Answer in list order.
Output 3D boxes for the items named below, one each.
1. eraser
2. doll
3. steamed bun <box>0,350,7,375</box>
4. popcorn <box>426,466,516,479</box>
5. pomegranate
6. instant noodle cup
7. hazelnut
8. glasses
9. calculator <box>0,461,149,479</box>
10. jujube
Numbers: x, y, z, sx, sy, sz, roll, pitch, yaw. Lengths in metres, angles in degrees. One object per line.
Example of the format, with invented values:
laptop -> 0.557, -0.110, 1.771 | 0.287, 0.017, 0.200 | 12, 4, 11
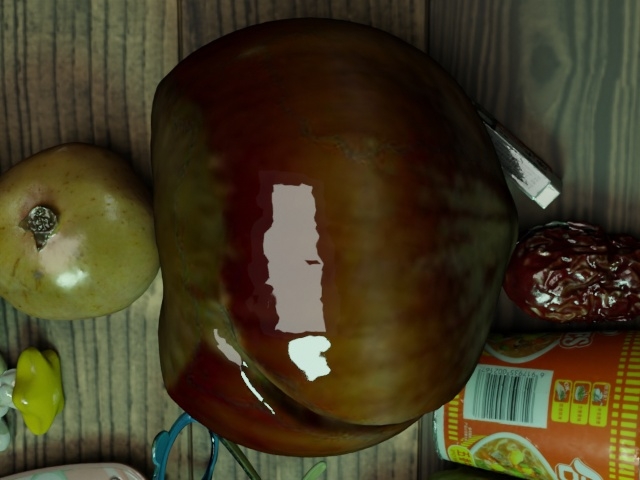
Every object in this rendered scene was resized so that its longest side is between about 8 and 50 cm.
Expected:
eraser -> 0.184, -0.084, 1.670 | 0.122, 0.052, 0.029 | 41, 109, -3
doll -> -0.336, 0.168, 1.833 | 0.113, 0.071, 0.135 | 23, 113, 11
steamed bun -> -0.476, -0.039, 1.722 | 0.189, 0.247, 0.428 | -19, 93, -16
popcorn -> 0.147, 0.359, 1.720 | 0.276, 0.225, 0.276 | -12, 62, 24
pomegranate -> -0.252, -0.004, 1.703 | 0.191, 0.191, 0.191 | 3, 106, 9
instant noodle cup -> 0.228, 0.168, 1.681 | 0.212, 0.193, 0.193 | 5, 107, 17
hazelnut -> 0.000, 0.000, 1.572 | 0.359, 0.359, 0.409 | -7, 104, 12
glasses -> -0.081, 0.302, 1.780 | 0.207, 0.102, 0.239 | 8, 83, 1
calculator -> -0.295, 0.356, 1.868 | 0.330, 0.048, 0.220 | -15, 92, 18
jujube -> 0.259, 0.039, 1.670 | 0.166, 0.104, 0.104 | 8, 107, 6
